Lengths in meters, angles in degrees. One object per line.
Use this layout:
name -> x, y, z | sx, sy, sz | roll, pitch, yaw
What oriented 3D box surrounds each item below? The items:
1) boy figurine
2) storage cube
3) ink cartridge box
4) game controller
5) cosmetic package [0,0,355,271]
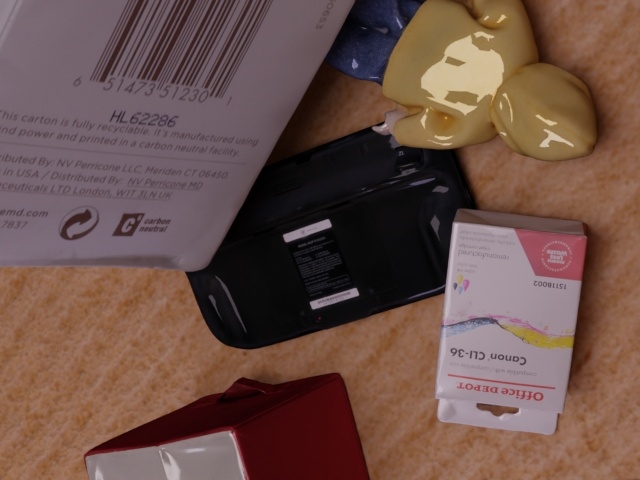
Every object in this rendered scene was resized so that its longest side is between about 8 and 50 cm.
boy figurine -> 0.119, -0.157, 1.294 | 0.285, 0.092, 0.177 | 27, 97, 21
storage cube -> -0.079, 0.248, 1.427 | 0.183, 0.193, 0.215 | -13, 93, 31
ink cartridge box -> 0.162, 0.080, 1.308 | 0.115, 0.067, 0.198 | 6, 103, 7
game controller -> 0.000, 0.000, 1.421 | 0.319, 0.067, 0.166 | -18, 104, 32
cosmetic package -> -0.245, -0.218, 1.304 | 0.394, 0.329, 0.327 | 49, 121, 34
